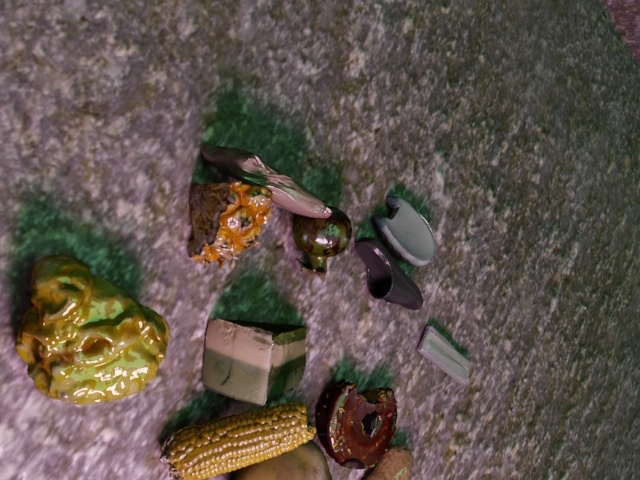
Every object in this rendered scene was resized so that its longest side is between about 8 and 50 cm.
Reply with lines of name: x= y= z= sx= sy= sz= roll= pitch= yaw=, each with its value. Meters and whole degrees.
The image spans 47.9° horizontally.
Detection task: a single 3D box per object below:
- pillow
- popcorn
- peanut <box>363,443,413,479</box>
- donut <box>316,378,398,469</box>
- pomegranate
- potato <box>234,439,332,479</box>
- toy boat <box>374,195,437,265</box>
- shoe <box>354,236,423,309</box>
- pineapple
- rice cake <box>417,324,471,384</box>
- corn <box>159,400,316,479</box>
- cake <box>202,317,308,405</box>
pillow: x=-0.115 y=-0.127 z=1.545 sx=0.270 sy=0.173 sz=0.067 roll=32 pitch=82 yaw=-37
popcorn: x=-0.419 y=0.177 z=1.282 sx=0.286 sy=0.174 sz=0.225 roll=41 pitch=72 yaw=-33
peanut: x=0.164 y=0.612 z=1.835 sx=0.214 sy=0.099 sz=0.099 roll=-40 pitch=115 yaw=-36
donut: x=0.085 y=0.445 z=1.765 sx=0.230 sy=0.096 sz=0.216 roll=4 pitch=90 yaw=-41
pomegranate: x=-0.006 y=-0.004 z=1.667 sx=0.148 sy=0.148 sz=0.169 roll=33 pitch=81 yaw=-36
potato: x=-0.077 y=0.576 z=1.535 sx=0.243 sy=0.221 sz=0.326 roll=-20 pitch=100 yaw=-51
toy boat: x=0.222 y=-0.016 z=1.913 sx=0.208 sy=0.079 sz=0.134 roll=44 pitch=54 yaw=-20
shoe: x=0.156 y=0.104 z=1.825 sx=0.093 sy=0.108 sz=0.241 roll=-49 pitch=112 yaw=-28
pineapple: x=-0.204 y=-0.050 z=1.484 sx=0.114 sy=0.236 sz=0.186 roll=15 pitch=41 yaw=-45
rice cake: x=0.353 y=0.324 z=2.034 sx=0.222 sy=0.042 sz=0.080 roll=40 pitch=60 yaw=-32
corn: x=-0.167 y=0.407 z=1.456 sx=0.318 sy=0.115 sz=0.115 roll=-15 pitch=103 yaw=0
cake: x=-0.141 y=0.252 z=1.600 sx=0.283 sy=0.172 sz=0.158 roll=7 pitch=92 yaw=-74
